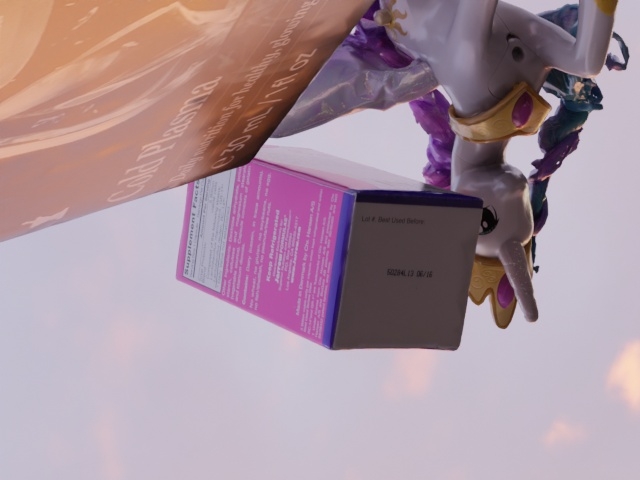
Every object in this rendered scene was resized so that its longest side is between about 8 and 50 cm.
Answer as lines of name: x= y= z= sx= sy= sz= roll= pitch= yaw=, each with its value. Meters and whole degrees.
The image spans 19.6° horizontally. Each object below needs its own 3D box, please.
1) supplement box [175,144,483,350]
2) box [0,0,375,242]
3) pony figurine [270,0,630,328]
supplement box: x=0.000 y=0.000 z=1.318 sx=0.111 sy=0.220 sz=0.114 roll=2 pitch=-78 yaw=-33
box: x=-0.216 y=-0.180 z=0.805 sx=0.471 sy=0.297 sz=0.480 roll=-18 pitch=-13 yaw=-25
pony figurine: x=0.081 y=-0.156 z=1.333 sx=0.302 sy=0.351 sz=0.363 roll=-16 pitch=-48 yaw=-23
